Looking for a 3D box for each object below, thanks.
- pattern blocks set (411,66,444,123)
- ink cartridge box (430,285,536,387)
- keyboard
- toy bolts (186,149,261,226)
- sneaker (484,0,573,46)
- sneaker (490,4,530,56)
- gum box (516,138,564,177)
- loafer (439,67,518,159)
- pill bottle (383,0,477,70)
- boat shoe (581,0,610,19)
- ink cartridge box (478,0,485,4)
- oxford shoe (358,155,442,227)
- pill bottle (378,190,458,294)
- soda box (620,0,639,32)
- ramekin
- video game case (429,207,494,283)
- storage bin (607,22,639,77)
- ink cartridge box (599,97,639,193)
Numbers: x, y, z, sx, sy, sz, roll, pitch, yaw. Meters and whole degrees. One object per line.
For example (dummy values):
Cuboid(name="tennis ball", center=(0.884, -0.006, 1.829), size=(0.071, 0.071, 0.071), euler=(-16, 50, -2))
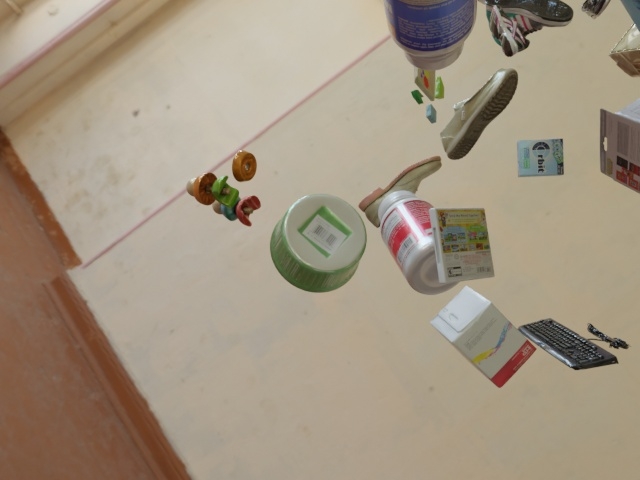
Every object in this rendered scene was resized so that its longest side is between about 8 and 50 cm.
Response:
Cuboid(name="pattern blocks set", center=(0.332, -0.554, 1.825), size=(0.285, 0.026, 0.325), euler=(44, 48, -43))
Cuboid(name="ink cartridge box", center=(0.368, 0.217, 1.300), size=(0.176, 0.127, 0.128), euler=(43, 1, -18))
Cuboid(name="keyboard", center=(0.691, 0.266, 1.540), size=(0.317, 0.201, 0.033), euler=(-125, -153, -77))
Cuboid(name="toy bolts", center=(-0.300, -0.166, 1.814), size=(0.158, 0.218, 0.228), euler=(10, -32, 28))
Cuboid(name="sneaker", center=(0.695, -0.718, 1.920), size=(0.295, 0.124, 0.178), euler=(27, -24, 32))
Cuboid(name="sneaker", center=(0.575, -0.637, 1.725), size=(0.072, 0.077, 0.178), euler=(84, -11, -73))
Cuboid(name="gum box", center=(0.948, -0.356, 2.454), size=(0.041, 0.184, 0.157), euler=(5, 84, -83))
Cuboid(name="loafer", center=(0.396, -0.335, 1.465), size=(0.102, 0.268, 0.092), euler=(4, 40, -49))
Cuboid(name="pill bottle", center=(0.177, -0.397, 0.919), size=(0.152, 0.152, 0.272), euler=(52, -1, 21))
Cuboid(name="boat shoe", center=(0.519, -0.448, 1.068), size=(0.038, 0.046, 0.125), euler=(35, 21, 6))
Cuboid(name="ink cartridge box", center=(0.720, -0.930, 2.116), size=(0.158, 0.092, 0.218), euler=(-1, 10, -45))
Cuboid(name="oxford shoe", center=(0.357, -0.203, 2.385), size=(0.146, 0.397, 0.140), euler=(58, 15, 14))
Cuboid(name="pill bottle", center=(0.350, -0.010, 2.047), size=(0.229, 0.229, 0.408), euler=(53, 9, -35))
Cuboid(name="soda box", center=(0.689, -0.492, 1.178), size=(0.210, 0.067, 0.071), euler=(31, 4, -34))
Cuboid(name="ramekin", center=(0.000, 0.000, 1.797), size=(0.303, 0.303, 0.148), euler=(52, -24, 10))
Cuboid(name="video game case", center=(0.400, 0.010, 1.596), size=(0.026, 0.227, 0.206), euler=(-14, -98, 51))
Cuboid(name="storage bin", center=(1.052, -0.639, 1.718), size=(0.123, 0.262, 0.260), euler=(35, 9, -11))
Cuboid(name="ink cartridge box", center=(1.165, -0.340, 2.066), size=(0.272, 0.130, 0.309), euler=(50, -13, 50))
